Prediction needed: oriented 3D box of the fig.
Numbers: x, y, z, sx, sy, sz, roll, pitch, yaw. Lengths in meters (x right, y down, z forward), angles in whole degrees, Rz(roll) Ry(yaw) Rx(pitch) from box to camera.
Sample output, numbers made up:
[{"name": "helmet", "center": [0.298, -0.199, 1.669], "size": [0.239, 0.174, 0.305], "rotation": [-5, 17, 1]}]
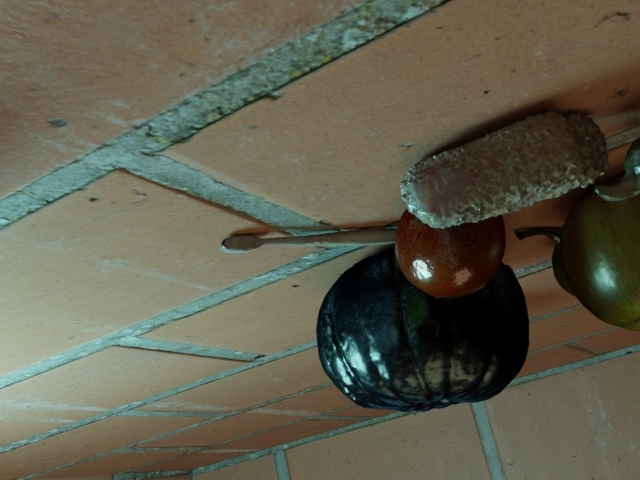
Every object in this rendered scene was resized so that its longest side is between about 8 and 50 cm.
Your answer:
[{"name": "fig", "center": [0.436, 0.020, 1.375], "size": [0.236, 0.124, 0.124], "rotation": [28, 142, -24]}]

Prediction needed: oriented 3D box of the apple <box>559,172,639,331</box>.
[{"name": "apple", "center": [0.511, 0.026, 1.195], "size": [0.264, 0.264, 0.264], "rotation": [-11, 159, -4]}]

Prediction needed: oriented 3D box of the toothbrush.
[{"name": "toothbrush", "center": [0.000, 0.000, 1.147], "size": [0.307, 0.025, 0.029], "rotation": [-3, 166, -21]}]

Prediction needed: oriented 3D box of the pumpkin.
[{"name": "pumpkin", "center": [0.169, 0.151, 1.300], "size": [0.363, 0.266, 0.363], "rotation": [-8, 163, -3]}]

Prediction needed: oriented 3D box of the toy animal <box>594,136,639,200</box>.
[{"name": "toy animal", "center": [0.446, -0.133, 0.899], "size": [0.168, 0.121, 0.233], "rotation": [-17, 156, -35]}]

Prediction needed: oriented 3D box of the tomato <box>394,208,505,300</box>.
[{"name": "tomato", "center": [0.184, 0.000, 1.087], "size": [0.167, 0.167, 0.167], "rotation": [-11, 159, -4]}]

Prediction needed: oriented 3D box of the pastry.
[{"name": "pastry", "center": [0.230, -0.086, 0.938], "size": [0.265, 0.103, 0.112], "rotation": [-19, 177, 2]}]
